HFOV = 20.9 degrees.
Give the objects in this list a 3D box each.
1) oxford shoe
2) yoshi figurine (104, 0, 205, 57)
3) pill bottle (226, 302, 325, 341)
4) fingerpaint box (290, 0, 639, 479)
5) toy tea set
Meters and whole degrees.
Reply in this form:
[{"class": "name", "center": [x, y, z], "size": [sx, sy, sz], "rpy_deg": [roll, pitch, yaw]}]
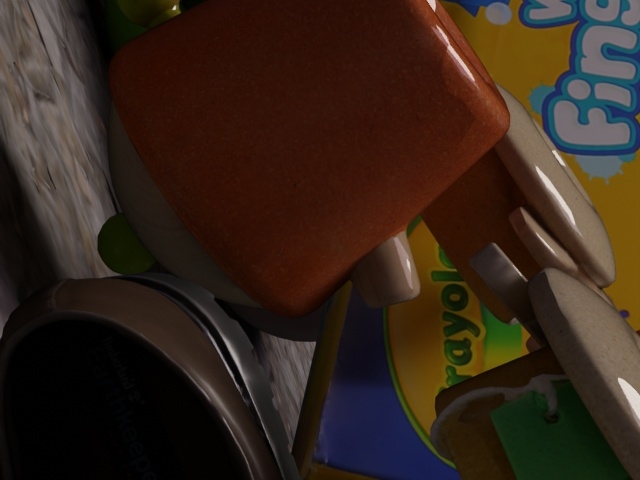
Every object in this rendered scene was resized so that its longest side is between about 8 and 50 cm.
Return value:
[{"class": "oxford shoe", "center": [-0.018, 0.113, 0.388], "size": [0.227, 0.083, 0.096], "rpy_deg": [59, 5, 7]}, {"class": "yoshi figurine", "center": [-0.039, -0.171, 0.792], "size": [0.362, 0.203, 0.203], "rpy_deg": [67, 21, -74]}, {"class": "pill bottle", "center": [0.000, 0.000, 0.958], "size": [0.193, 0.108, 0.108], "rpy_deg": [20, 51, -86]}, {"class": "fingerpaint box", "center": [0.206, -0.034, 0.762], "size": [0.163, 0.371, 0.445], "rpy_deg": [106, -3, -62]}, {"class": "toy tea set", "center": [0.040, 0.059, 0.480], "size": [0.200, 0.124, 0.336], "rpy_deg": [45, 15, -45]}]
